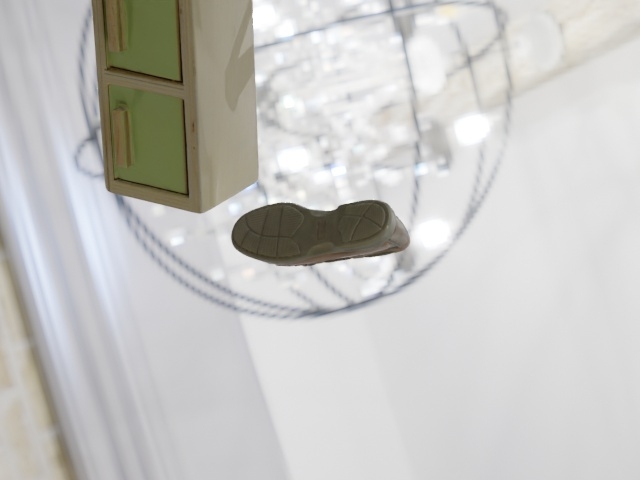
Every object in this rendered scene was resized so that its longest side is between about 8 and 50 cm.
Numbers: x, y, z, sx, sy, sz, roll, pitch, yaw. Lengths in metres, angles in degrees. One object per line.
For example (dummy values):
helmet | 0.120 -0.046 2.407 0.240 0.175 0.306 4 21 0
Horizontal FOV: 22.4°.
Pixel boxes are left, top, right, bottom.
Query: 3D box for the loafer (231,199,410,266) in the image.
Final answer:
loafer | 0.000 0.000 1.069 0.125 0.039 0.045 -4 -118 32

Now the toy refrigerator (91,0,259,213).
toy refrigerator | -0.120 -0.165 1.294 0.102 0.094 0.269 14 -61 29
